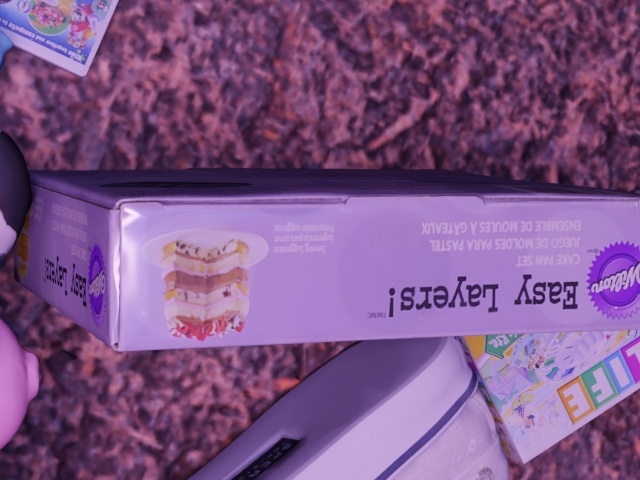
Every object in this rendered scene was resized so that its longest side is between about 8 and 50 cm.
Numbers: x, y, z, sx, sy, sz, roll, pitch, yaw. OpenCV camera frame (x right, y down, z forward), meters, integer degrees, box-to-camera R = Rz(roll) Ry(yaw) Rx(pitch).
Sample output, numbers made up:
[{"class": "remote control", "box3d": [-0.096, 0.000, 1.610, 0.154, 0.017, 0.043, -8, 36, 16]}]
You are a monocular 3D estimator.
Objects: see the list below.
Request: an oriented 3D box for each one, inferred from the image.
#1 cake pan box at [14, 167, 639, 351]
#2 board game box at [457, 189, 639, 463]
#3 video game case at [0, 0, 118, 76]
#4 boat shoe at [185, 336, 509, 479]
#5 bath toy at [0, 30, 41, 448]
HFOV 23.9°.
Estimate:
[{"class": "cake pan box", "box3d": [0.000, 0.000, 0.735, 0.267, 0.246, 0.070, -1, 98, -22]}, {"class": "board game box", "box3d": [0.157, 0.050, 0.912, 0.154, 0.026, 0.103, -31, 104, -17]}, {"class": "video game case", "box3d": [-0.140, -0.159, 0.796, 0.087, 0.011, 0.122, 25, 84, -21]}, {"class": "boat shoe", "box3d": [-0.038, 0.206, 0.803, 0.367, 0.136, 0.156, -38, 108, -25]}, {"class": "bath toy", "box3d": [-0.172, 0.030, 0.642, 0.151, 0.129, 0.348, 14, 54, -43]}]
